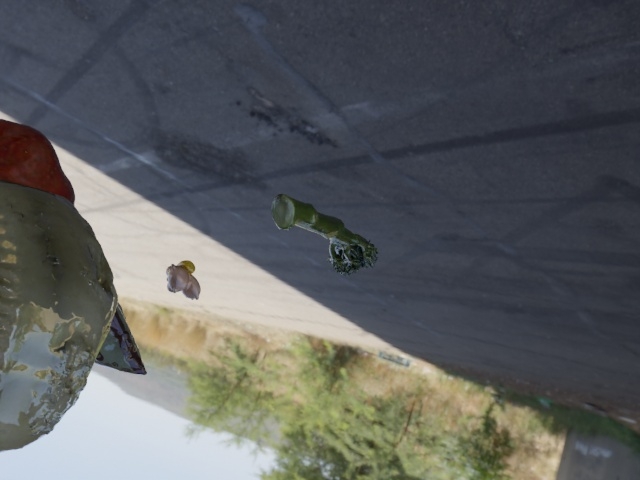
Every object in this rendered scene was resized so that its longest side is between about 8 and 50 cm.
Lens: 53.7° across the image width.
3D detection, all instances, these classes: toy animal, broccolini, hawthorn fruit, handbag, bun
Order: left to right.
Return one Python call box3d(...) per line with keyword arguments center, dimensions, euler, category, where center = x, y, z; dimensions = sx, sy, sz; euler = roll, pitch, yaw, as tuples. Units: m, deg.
box3d(center=(-0.589, -0.060, 1.053), dimensions=(0.287, 0.330, 0.286), euler=(8, 125, 11), category="hawthorn fruit")
box3d(center=(-0.423, 0.104, 0.835), dimensions=(0.326, 0.361, 0.234), euler=(-22, 151, 4), category="bun")
box3d(center=(-0.489, 0.181, 1.364), dimensions=(0.213, 0.127, 0.234), euler=(14, 133, 38), category="handbag")
box3d(center=(-0.376, 0.113, 1.676), dimensions=(0.092, 0.114, 0.082), euler=(-12, -171, 31), category="toy animal")
box3d(center=(0.004, 0.003, 0.907), dimensions=(0.079, 0.073, 0.392), euler=(11, 176, 22), category="broccolini")
